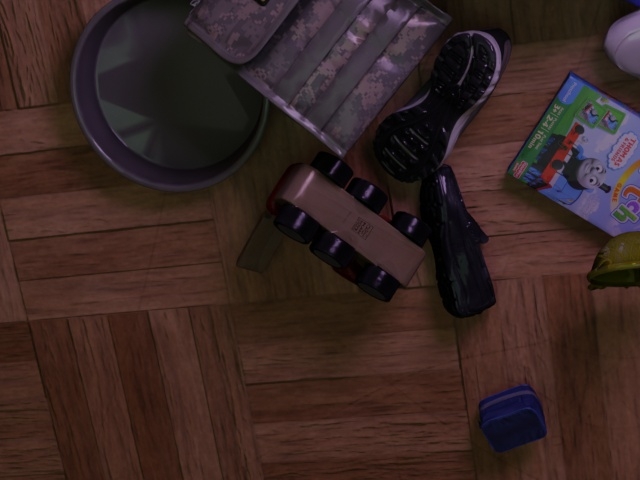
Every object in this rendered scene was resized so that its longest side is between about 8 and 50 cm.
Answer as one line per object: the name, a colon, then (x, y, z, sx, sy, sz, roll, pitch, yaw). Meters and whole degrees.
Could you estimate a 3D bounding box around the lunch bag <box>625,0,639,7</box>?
lunch bag: (0.327, -0.480, 1.495, 0.385, 0.239, 0.328, 17, 116, -29)

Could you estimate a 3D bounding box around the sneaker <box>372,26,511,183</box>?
sneaker: (0.170, -0.178, 1.712, 0.100, 0.108, 0.271, 46, 129, 8)

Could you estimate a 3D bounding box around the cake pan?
cake pan: (-0.208, -0.215, 1.800, 0.293, 0.054, 0.293, 4, 108, 11)

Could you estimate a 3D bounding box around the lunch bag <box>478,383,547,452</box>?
lunch bag: (0.276, 0.258, 1.852, 0.098, 0.065, 0.067, -22, 118, 16)

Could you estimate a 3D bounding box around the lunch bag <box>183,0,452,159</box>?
lunch bag: (-0.009, -0.286, 1.660, 0.287, 0.169, 0.235, 39, 96, -2)

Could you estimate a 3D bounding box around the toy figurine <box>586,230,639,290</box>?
toy figurine: (0.521, -0.053, 1.658, 0.362, 0.191, 0.217, -3, 86, 6)

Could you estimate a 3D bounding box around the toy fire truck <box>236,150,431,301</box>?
toy fire truck: (0.000, 0.000, 1.791, 0.217, 0.246, 0.158, 35, 78, -17)

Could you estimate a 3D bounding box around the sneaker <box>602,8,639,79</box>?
sneaker: (0.505, -0.211, 1.595, 0.305, 0.152, 0.114, 15, 132, 7)

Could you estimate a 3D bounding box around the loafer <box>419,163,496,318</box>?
loafer: (0.194, -0.003, 1.785, 0.078, 0.076, 0.223, -17, 99, -21)

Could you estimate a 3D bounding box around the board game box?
board game box: (0.385, -0.106, 1.721, 0.211, 0.039, 0.160, 30, 111, 0)
